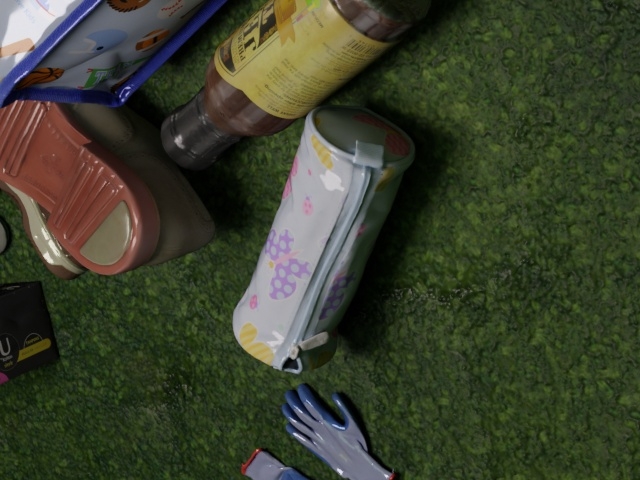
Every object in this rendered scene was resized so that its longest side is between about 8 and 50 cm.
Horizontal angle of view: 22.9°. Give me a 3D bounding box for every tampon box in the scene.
[{"bbox_3d":[-0.422,0.117,1.909,0.161,0.120,0.101,-5,103,37],"label":"tampon box"}]

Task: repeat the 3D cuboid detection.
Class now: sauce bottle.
[{"bbox_3d":[-0.039,-0.171,1.538,0.344,0.111,0.111,-35,85,42],"label":"sauce bottle"}]

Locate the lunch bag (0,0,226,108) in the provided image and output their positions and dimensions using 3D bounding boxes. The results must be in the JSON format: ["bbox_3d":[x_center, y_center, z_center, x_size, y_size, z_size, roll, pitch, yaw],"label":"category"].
[{"bbox_3d":[-0.212,-0.360,1.497,0.385,0.239,0.328,-36,77,31],"label":"lunch bag"}]

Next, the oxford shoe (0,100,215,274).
[{"bbox_3d":[-0.264,-0.110,1.709,0.397,0.146,0.140,52,123,26],"label":"oxford shoe"}]

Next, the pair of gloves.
[{"bbox_3d":[-0.003,0.253,1.725,0.159,0.023,0.198,41,126,16],"label":"pair of gloves"}]

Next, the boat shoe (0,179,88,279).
[{"bbox_3d":[-0.313,-0.086,1.793,0.095,0.095,0.257,-34,86,18],"label":"boat shoe"}]

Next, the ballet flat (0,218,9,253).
[{"bbox_3d":[-0.477,-0.005,1.938,0.213,0.068,0.072,7,110,33],"label":"ballet flat"}]

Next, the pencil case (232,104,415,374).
[{"bbox_3d":[0.000,0.000,1.565,0.113,0.124,0.273,21,118,-1],"label":"pencil case"}]
